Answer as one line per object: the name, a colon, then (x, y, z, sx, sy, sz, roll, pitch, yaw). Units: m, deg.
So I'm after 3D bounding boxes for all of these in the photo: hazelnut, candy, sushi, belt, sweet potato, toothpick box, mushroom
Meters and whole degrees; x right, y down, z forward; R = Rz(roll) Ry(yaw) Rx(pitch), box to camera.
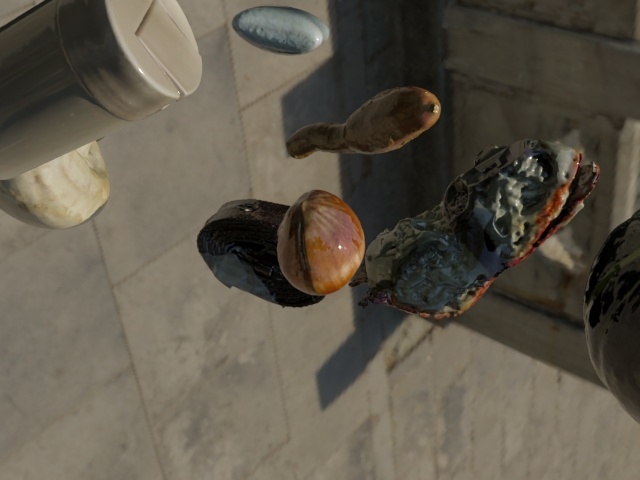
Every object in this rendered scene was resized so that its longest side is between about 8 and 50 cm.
hazelnut: (0.000, 0.000, 1.520, 0.150, 0.150, 0.150, -32, 134, -40)
candy: (-0.059, -0.324, 1.522, 0.174, 0.138, 0.071, -73, 176, -74)
sushi: (0.184, -0.014, 1.227, 0.332, 0.124, 0.130, -42, 104, 11)
belt: (-0.095, 0.017, 1.996, 0.164, 0.289, 0.184, -54, 159, -61)
sweet potato: (0.085, -0.202, 1.780, 0.109, 0.385, 0.109, 6, 79, -36)
toothpick box: (-0.193, -0.126, 0.751, 0.111, 0.181, 0.111, 45, 34, -42)
mushroom: (-0.410, -0.172, 1.545, 0.290, 0.297, 0.297, -28, 142, 3)

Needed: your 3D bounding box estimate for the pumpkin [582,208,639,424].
pumpkin: (0.431, 0.069, 0.998, 0.323, 0.323, 0.241, -51, 126, -20)

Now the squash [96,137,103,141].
squash: (-0.417, -0.246, 1.900, 0.201, 0.066, 0.066, -73, 166, -57)
